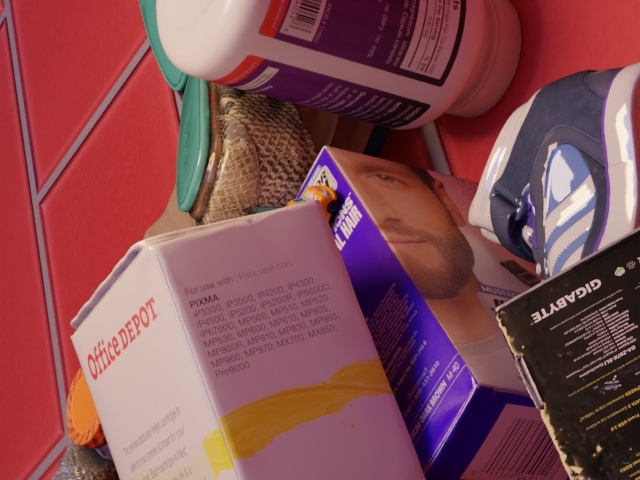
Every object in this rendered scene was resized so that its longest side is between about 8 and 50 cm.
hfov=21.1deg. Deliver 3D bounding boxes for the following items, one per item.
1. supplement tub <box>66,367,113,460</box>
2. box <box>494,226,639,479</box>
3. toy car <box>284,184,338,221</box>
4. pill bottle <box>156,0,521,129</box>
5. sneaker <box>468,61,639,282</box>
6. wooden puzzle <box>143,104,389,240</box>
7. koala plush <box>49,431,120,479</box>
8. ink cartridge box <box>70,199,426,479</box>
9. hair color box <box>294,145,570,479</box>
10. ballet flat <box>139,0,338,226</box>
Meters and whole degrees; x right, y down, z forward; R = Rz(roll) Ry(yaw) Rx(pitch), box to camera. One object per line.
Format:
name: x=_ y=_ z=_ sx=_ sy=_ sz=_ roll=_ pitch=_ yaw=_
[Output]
supplement tub: x=-0.174 y=0.191 z=1.885 sx=0.117 sy=0.190 sz=0.117 roll=-24 pitch=61 yaw=53
box: x=0.305 y=0.079 z=1.150 sx=0.322 sy=0.079 sz=0.257 roll=-31 pitch=50 yaw=10
toy car: x=0.000 y=0.000 z=1.473 sx=0.060 sy=0.040 sz=0.122 roll=-60 pitch=36 yaw=25
pill bottle: x=0.023 y=-0.207 z=1.587 sx=0.181 sy=0.323 sz=0.182 roll=-24 pitch=60 yaw=51
sneaker: x=0.216 y=0.020 z=1.413 sx=0.236 sy=0.130 sz=0.323 roll=-16 pitch=69 yaw=61
wooden puzzle: x=-0.046 y=-0.077 z=1.890 sx=0.348 sy=0.080 sz=0.322 roll=-63 pitch=36 yaw=15
koala plush: x=-0.251 y=0.307 z=1.988 sx=0.221 sy=0.196 sz=0.203 roll=-61 pitch=25 yaw=25
ink cartridge box: x=-0.047 y=0.194 z=1.413 sx=0.279 sy=0.160 sz=0.385 roll=-40 pitch=68 yaw=62
hair color box: x=0.114 y=0.065 z=1.489 sx=0.110 sy=0.185 sz=0.339 roll=-62 pitch=36 yaw=24
ballet flat: x=-0.079 y=-0.177 z=1.754 sx=0.483 sy=0.182 sz=0.164 roll=-106 pitch=30 yaw=-45
